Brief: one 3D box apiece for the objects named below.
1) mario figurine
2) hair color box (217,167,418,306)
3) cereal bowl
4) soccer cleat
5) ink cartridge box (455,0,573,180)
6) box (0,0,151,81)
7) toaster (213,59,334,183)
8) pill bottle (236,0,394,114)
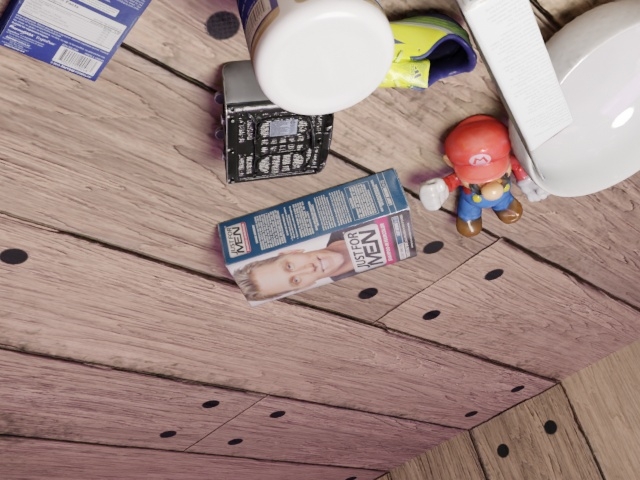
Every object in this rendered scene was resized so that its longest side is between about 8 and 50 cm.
[{"bbox_3d":[0.299,-0.087,1.322,0.198,0.170,0.320,-52,153,-8],"label":"mario figurine"},{"bbox_3d":[0.000,0.000,1.389,0.347,0.105,0.174,-17,146,3],"label":"hair color box"},{"bbox_3d":[0.444,-0.240,1.174,0.339,0.141,0.339,-16,140,-14],"label":"cereal bowl"},{"bbox_3d":[0.089,-0.248,1.009,0.289,0.121,0.093,-19,146,-23],"label":"soccer cleat"},{"bbox_3d":[0.199,-0.283,0.870,0.071,0.324,0.330,-26,145,18],"label":"ink cartridge box"},{"bbox_3d":[-0.287,-0.304,0.898,0.136,0.036,0.225,18,135,-40],"label":"box"},{"bbox_3d":[-0.064,-0.180,1.100,0.186,0.110,0.168,-8,146,-11],"label":"toaster"},{"bbox_3d":[-0.021,-0.285,0.832,0.153,0.264,0.153,-10,147,-7],"label":"pill bottle"}]
